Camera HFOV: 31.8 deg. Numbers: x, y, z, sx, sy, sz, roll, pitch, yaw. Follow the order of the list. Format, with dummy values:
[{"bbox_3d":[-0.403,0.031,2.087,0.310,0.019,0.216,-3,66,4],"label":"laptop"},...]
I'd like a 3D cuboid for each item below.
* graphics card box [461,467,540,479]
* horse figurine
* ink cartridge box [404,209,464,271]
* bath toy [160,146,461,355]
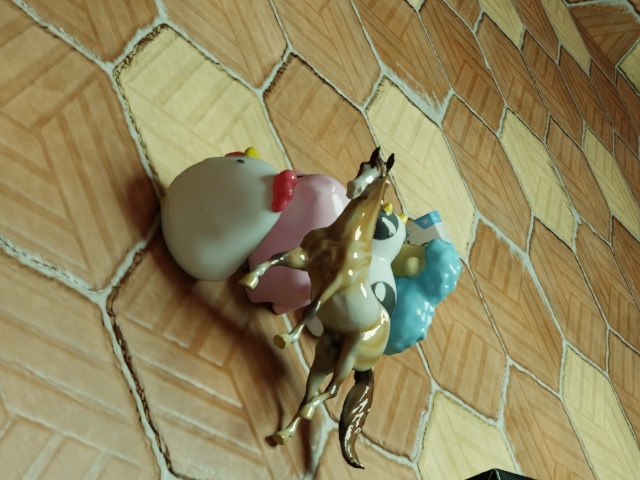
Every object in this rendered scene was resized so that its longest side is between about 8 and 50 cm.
[{"bbox_3d":[0.267,0.390,1.220,0.371,0.094,0.233,27,44,-51],"label":"graphics card box"},{"bbox_3d":[0.012,0.070,0.977,0.174,0.066,0.263,-44,135,-41],"label":"horse figurine"},{"bbox_3d":[0.137,0.011,1.387,0.028,0.048,0.083,-17,80,-63],"label":"ink cartridge box"},{"bbox_3d":[0.000,0.000,1.068,0.348,0.129,0.151,26,45,-49],"label":"bath toy"}]
